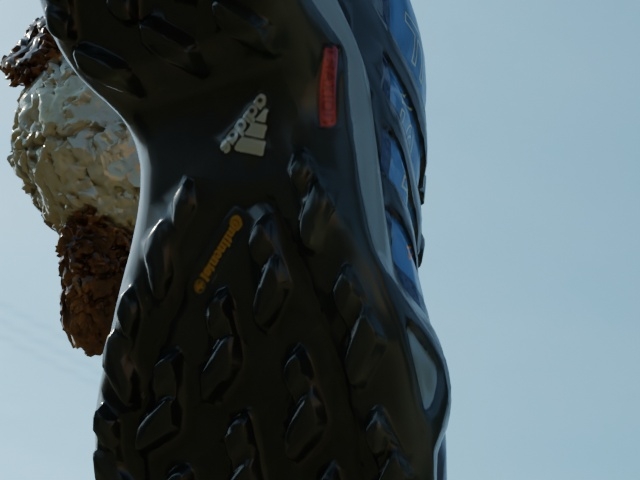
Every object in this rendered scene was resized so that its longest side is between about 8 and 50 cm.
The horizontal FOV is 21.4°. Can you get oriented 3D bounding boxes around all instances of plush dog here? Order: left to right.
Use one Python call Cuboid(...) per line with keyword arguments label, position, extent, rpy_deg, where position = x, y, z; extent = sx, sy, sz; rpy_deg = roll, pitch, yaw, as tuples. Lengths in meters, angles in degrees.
Cuboid(label="plush dog", position=(-0.100, -0.036, 1.067), extent=(0.211, 0.262, 0.225), rpy_deg=(-32, -26, 25))

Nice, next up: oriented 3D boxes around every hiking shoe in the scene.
Cuboid(label="hiking shoe", position=(0.000, 0.000, 0.520), extent=(0.113, 0.304, 0.132), rpy_deg=(-5, 4, 30))
